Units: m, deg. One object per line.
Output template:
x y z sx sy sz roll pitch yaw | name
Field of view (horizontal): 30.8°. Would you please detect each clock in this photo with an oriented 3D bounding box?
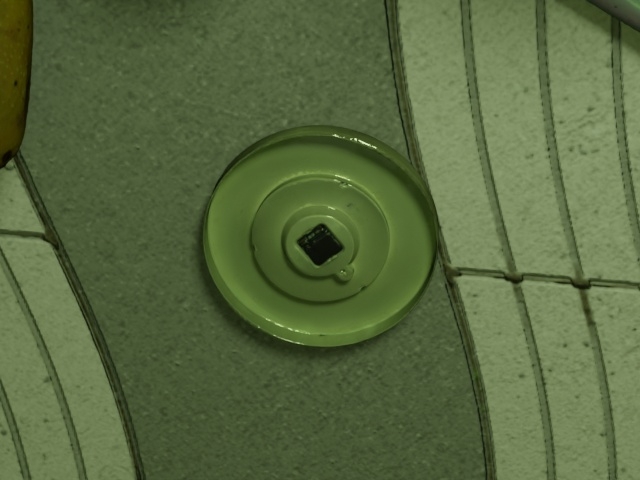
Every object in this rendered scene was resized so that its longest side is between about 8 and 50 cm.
0.000 0.000 1.141 0.235 0.029 0.235 2 118 4 | clock

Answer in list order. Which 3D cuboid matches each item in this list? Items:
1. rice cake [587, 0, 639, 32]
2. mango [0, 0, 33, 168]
0.293 -0.211 0.997 0.221 0.042 0.080 29 115 -11 | rice cake
-0.335 -0.210 0.995 0.176 0.175 0.330 0 100 -29 | mango
